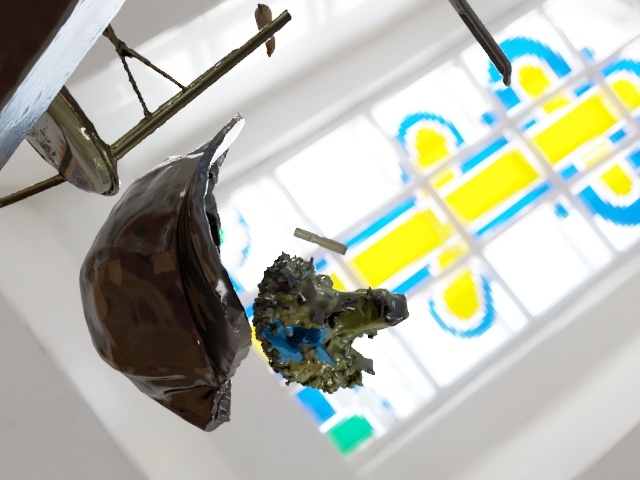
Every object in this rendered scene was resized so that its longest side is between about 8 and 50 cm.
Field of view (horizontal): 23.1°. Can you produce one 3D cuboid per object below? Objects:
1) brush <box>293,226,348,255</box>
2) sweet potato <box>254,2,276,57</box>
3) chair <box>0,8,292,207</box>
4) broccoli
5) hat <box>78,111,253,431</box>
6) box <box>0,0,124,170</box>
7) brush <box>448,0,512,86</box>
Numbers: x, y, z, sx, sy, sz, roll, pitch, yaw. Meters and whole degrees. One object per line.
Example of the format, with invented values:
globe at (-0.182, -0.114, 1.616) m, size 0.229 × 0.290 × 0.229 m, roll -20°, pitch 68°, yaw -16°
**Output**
brush at (0.000, 0.000, 2.256) m, size 0.084 × 0.013 × 0.016 m, roll 20°, pitch -70°, yaw -13°
sweet potato at (-0.072, -0.280, 2.051) m, size 0.026 × 0.026 × 0.115 m, roll 40°, pitch -16°, yaw 23°
chair at (-0.191, -0.087, 1.091) m, size 0.160 × 0.326 × 0.170 m, roll 51°, pitch -16°, yaw -9°
broccoli at (0.009, 0.081, 1.591) m, size 0.160 × 0.154 × 0.167 m, roll -13°, pitch -81°, yaw 26°
hat at (-0.183, 0.019, 1.789) m, size 0.381 × 0.257 × 0.366 m, roll 59°, pitch 25°, yaw -71°
box at (-0.137, -0.085, 0.680) m, size 0.058 × 0.211 × 0.350 m, roll 40°, pitch -55°, yaw -8°
brush at (0.115, -0.237, 1.415) m, size 0.062 × 0.027 × 0.266 m, roll 81°, pitch -17°, yaw -58°
